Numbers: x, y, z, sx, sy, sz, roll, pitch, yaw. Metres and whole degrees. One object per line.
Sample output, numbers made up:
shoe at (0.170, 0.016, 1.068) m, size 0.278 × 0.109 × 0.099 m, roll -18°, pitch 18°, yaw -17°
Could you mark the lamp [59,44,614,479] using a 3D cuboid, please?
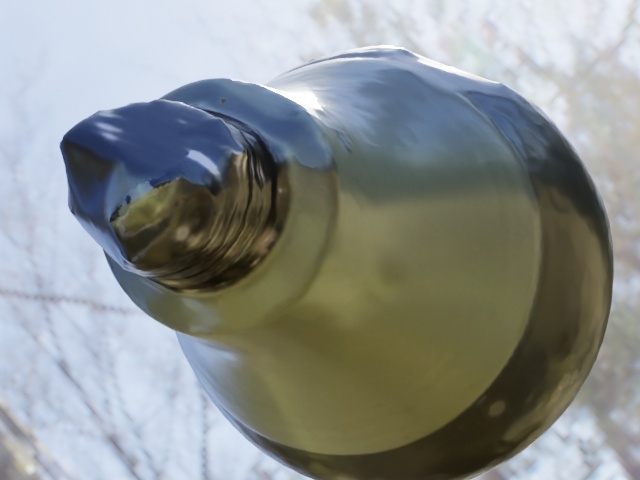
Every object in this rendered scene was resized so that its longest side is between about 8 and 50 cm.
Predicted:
lamp at (-0.009, -0.008, 0.732) m, size 0.182 × 0.182 × 0.314 m, roll -49°, pitch -39°, yaw 10°
